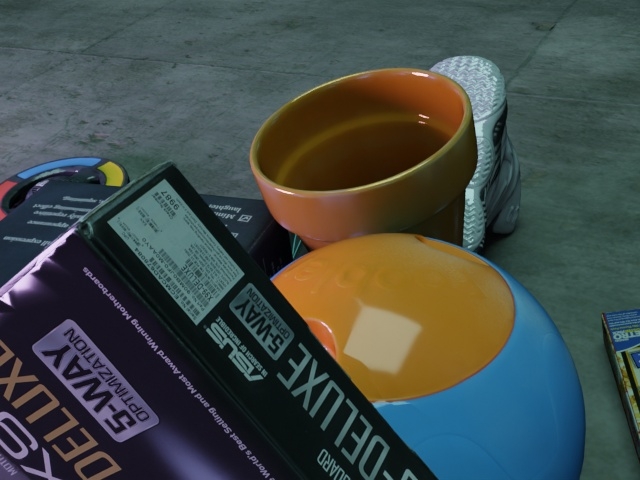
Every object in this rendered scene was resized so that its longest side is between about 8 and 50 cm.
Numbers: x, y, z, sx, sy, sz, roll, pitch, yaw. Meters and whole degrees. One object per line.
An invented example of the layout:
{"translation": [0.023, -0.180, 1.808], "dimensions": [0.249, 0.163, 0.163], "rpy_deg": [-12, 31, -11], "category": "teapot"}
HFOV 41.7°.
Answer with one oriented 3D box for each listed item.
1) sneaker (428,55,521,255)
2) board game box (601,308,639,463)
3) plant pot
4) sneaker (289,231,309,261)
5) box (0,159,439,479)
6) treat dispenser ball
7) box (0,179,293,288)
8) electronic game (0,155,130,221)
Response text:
{"translation": [0.158, -0.019, 1.014], "dimensions": [0.137, 0.210, 0.366], "rpy_deg": [9, 71, 26], "category": "sneaker"}
{"translation": [0.359, 0.133, 0.793], "dimensions": [0.146, 0.045, 0.193], "rpy_deg": [-9, 32, 13], "category": "board game box"}
{"translation": [0.058, -0.033, 0.808], "dimensions": [0.205, 0.188, 0.205], "rpy_deg": [-12, 37, 9], "category": "plant pot"}
{"translation": [0.000, 0.000, 1.046], "dimensions": [0.106, 0.101, 0.267], "rpy_deg": [9, 36, 29], "category": "sneaker"}
{"translation": [-0.071, 0.141, 0.472], "dimensions": [0.242, 0.307, 0.076], "rpy_deg": [-32, 12, 38], "category": "box"}
{"translation": [0.055, 0.138, 0.648], "dimensions": [0.288, 0.288, 0.288], "rpy_deg": [-6, 33, 4], "category": "treat dispenser ball"}
{"translation": [-0.225, 0.135, 0.789], "dimensions": [0.293, 0.212, 0.395], "rpy_deg": [7, 35, 22], "category": "box"}
{"translation": [-0.408, -0.069, 1.294], "dimensions": [0.229, 0.048, 0.229], "rpy_deg": [-6, 33, 4], "category": "electronic game"}
